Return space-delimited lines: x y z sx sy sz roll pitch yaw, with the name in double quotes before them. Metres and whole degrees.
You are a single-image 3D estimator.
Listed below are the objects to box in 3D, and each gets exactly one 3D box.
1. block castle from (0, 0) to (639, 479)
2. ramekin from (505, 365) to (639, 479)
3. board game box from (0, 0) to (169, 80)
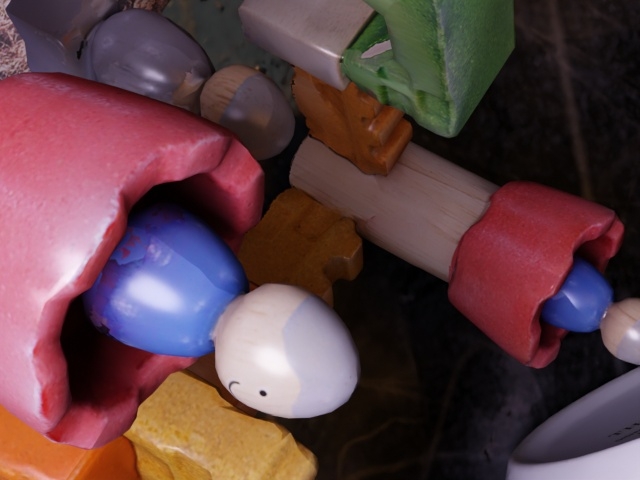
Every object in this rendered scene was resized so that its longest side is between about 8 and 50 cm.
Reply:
"block castle" 0.000 0.000 0.599 0.213 0.453 0.303 29 69 20
"ramekin" 0.215 0.121 0.823 0.273 0.273 0.127 -26 91 -25
"board game box" -0.163 -0.176 0.679 0.232 0.141 0.291 38 73 -23
